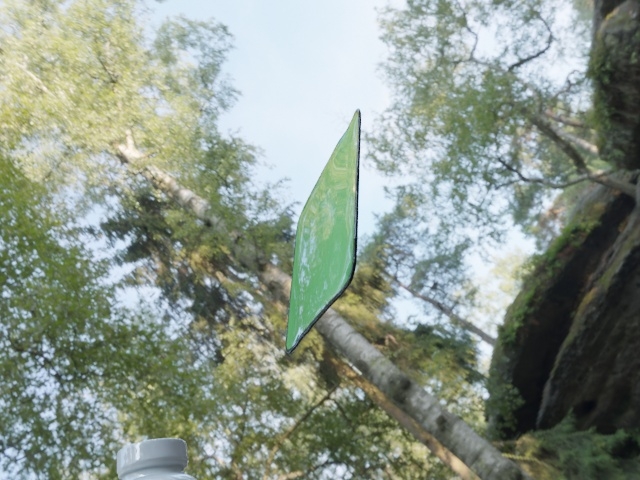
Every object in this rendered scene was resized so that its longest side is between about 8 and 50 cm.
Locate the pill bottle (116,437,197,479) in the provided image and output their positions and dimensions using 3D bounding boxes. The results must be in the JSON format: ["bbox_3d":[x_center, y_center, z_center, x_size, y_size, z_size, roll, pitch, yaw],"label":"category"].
[{"bbox_3d":[-0.281,0.509,0.969,0.169,0.302,0.169,-11,-32,-7],"label":"pill bottle"}]

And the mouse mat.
[{"bbox_3d":[0.000,0.000,0.478,0.007,0.153,0.190,12,-29,-14],"label":"mouse mat"}]
